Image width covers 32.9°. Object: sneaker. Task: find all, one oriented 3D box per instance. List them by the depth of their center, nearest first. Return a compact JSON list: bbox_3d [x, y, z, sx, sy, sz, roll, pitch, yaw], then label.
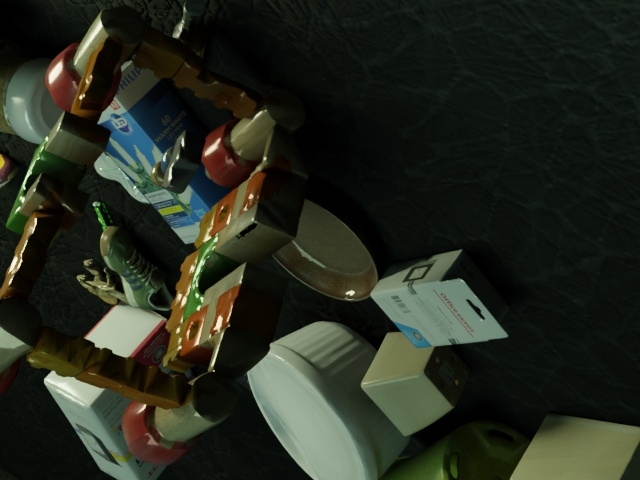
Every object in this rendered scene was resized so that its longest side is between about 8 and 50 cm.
[{"bbox_3d":[-0.277,-0.104,1.594,0.152,0.053,0.061,27,146,20],"label":"sneaker"},{"bbox_3d":[-0.300,0.052,1.832,0.086,0.064,0.192,14,143,24],"label":"sneaker"},{"bbox_3d":[-0.606,-0.146,1.878,0.185,0.069,0.084,16,149,32],"label":"sneaker"}]

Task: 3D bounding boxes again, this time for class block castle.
[{"bbox_3d":[-0.209,-0.004,1.222,0.303,0.453,0.213,24,148,-21],"label":"block castle"}]

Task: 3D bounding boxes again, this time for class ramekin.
[{"bbox_3d":[0.020,0.243,1.622,0.273,0.127,0.273,39,149,29],"label":"ramekin"}]

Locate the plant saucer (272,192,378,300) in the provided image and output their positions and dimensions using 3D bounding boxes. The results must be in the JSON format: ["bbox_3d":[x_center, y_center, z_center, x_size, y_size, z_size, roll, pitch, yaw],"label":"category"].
[{"bbox_3d":[0.000,0.000,1.452,0.198,0.036,0.198,28,149,19],"label":"plant saucer"}]

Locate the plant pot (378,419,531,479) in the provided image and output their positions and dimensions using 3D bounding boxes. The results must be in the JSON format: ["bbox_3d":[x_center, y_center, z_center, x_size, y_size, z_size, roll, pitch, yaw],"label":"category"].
[{"bbox_3d":[0.205,0.397,1.584,0.276,0.276,0.254,36,140,4],"label":"plant pot"}]

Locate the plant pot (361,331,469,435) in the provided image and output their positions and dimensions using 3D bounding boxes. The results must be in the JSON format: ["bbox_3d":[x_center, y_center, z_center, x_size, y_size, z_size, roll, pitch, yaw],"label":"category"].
[{"bbox_3d":[0.141,0.190,1.501,0.096,0.109,0.109,-22,116,42],"label":"plant pot"}]

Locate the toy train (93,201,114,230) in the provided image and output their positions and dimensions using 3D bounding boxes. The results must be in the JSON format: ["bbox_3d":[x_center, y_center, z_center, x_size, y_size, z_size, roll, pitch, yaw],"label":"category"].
[{"bbox_3d":[-0.363,-0.035,1.819,0.024,0.017,0.083,32,152,33],"label":"toy train"}]

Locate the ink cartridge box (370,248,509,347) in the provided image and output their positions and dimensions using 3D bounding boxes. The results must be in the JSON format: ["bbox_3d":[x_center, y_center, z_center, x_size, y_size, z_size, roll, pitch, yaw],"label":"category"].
[{"bbox_3d":[0.159,0.074,1.353,0.104,0.060,0.180,49,149,-17],"label":"ink cartridge box"}]

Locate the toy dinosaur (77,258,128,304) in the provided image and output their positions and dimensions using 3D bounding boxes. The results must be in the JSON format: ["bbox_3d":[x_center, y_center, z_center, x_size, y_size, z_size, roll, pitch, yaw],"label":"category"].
[{"bbox_3d":[-0.414,0.084,2.003,0.183,0.053,0.092,14,144,36],"label":"toy dinosaur"}]

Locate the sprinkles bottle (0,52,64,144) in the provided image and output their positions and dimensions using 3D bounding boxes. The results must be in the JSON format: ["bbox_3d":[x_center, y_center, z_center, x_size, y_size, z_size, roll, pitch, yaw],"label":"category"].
[{"bbox_3d":[-0.492,-0.222,1.598,0.355,0.121,0.121,14,143,36],"label":"sprinkles bottle"}]

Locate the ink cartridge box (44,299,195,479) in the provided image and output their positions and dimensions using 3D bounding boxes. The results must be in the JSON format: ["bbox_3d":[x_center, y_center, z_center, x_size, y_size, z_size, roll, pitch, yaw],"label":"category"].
[{"bbox_3d":[-0.357,0.296,2.058,0.131,0.226,0.306,20,147,32],"label":"ink cartridge box"}]

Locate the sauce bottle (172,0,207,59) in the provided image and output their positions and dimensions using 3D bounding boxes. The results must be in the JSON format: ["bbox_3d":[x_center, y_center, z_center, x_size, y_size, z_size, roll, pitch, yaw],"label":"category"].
[{"bbox_3d":[-0.156,-0.238,1.290,0.042,0.042,0.128,35,148,6],"label":"sauce bottle"}]

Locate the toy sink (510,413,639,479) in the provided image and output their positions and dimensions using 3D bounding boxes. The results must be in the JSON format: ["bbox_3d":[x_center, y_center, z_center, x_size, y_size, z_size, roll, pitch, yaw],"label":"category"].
[{"bbox_3d":[0.381,0.361,1.436,0.153,0.131,0.234,2,135,47],"label":"toy sink"}]

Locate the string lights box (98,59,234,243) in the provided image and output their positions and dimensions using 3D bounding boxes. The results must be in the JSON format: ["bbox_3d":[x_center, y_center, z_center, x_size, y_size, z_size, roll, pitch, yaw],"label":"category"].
[{"bbox_3d":[-0.212,-0.119,1.478,0.259,0.077,0.133,51,149,-20],"label":"string lights box"}]

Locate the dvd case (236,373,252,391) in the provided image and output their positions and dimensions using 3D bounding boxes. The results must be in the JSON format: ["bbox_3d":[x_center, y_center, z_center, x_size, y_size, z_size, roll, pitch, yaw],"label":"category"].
[{"bbox_3d":[-0.071,0.255,1.900,0.221,0.018,0.164,37,149,4],"label":"dvd case"}]
